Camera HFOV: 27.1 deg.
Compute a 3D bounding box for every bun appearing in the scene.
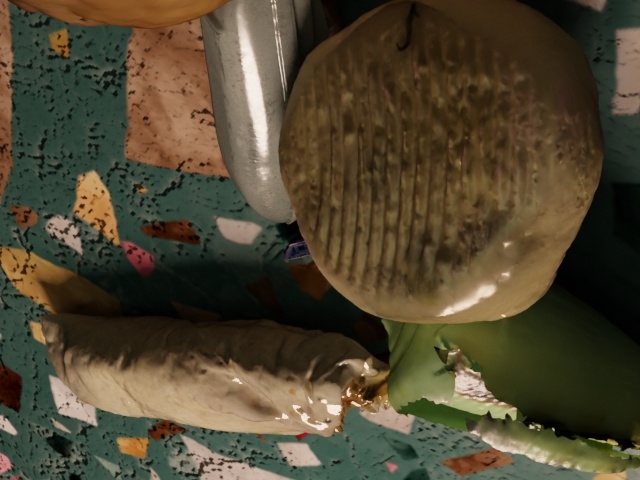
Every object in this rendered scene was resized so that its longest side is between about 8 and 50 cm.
[{"bbox_3d":[0.082,-0.051,0.852,0.237,0.116,0.210,-9,90,44],"label":"bun"}]

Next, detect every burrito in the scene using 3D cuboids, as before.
[{"bbox_3d":[-0.098,0.118,1.165,0.392,0.076,0.117,1,131,37],"label":"burrito"}]

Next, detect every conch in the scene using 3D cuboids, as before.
[{"bbox_3d":[0.159,0.104,0.914,0.251,0.137,0.143,30,160,17],"label":"conch"}]

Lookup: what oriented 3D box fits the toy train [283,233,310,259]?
[{"bbox_3d":[0.000,0.000,1.038,0.083,0.017,0.017,-14,113,41],"label":"toy train"}]

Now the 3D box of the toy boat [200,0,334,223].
[{"bbox_3d":[-0.033,-0.104,0.936,0.078,0.085,0.260,53,159,37],"label":"toy boat"}]

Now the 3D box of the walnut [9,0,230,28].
[{"bbox_3d":[-0.111,-0.258,0.687,0.306,0.306,0.344,68,172,-27],"label":"walnut"}]
